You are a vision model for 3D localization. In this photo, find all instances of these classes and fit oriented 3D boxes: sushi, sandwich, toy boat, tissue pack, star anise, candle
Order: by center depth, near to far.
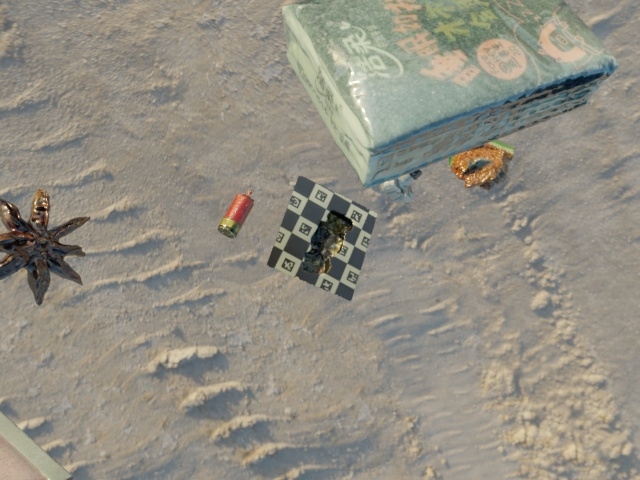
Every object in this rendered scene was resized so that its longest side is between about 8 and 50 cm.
[{"bbox_3d":[0.143,-0.218,0.574,0.316,0.227,0.103,-21,156,-12],"label":"tissue pack"},{"bbox_3d":[0.000,0.000,1.017,0.192,0.050,0.215,25,65,-12],"label":"sushi"},{"bbox_3d":[-0.646,0.013,1.121,0.088,0.288,0.288,-15,122,30],"label":"star anise"},{"bbox_3d":[-0.200,-0.071,1.190,0.052,0.052,0.130,35,65,-25],"label":"candle"},{"bbox_3d":[0.444,-0.206,1.290,0.185,0.159,0.109,9,126,-15],"label":"sandwich"},{"bbox_3d":[0.205,-0.239,1.303,0.141,0.141,0.269,10,69,-17],"label":"toy boat"}]

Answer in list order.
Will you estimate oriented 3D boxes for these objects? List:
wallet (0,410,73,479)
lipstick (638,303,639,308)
[{"bbox_3d":[-0.276,0.111,0.293,0.232,0.119,0.025,24,104,23],"label":"wallet"},{"bbox_3d":[0.493,0.097,0.729,0.025,0.025,0.107,-57,154,12],"label":"lipstick"}]
